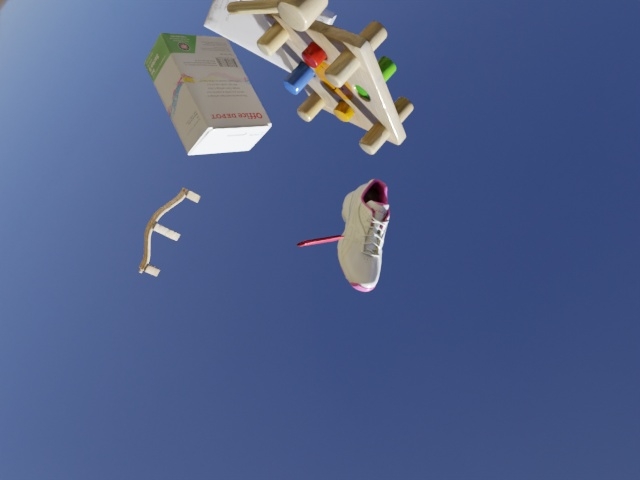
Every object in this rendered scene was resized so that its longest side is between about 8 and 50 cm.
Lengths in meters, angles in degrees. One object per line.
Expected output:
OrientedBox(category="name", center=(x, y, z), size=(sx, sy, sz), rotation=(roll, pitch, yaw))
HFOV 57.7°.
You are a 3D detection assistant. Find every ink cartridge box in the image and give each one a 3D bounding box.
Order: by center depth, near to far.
OrientedBox(category="ink cartridge box", center=(-0.211, -0.275, 1.097), size=(0.093, 0.154, 0.212), rotation=(-40, -106, 41))

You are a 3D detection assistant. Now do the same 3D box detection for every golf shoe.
OrientedBox(category="golf shoe", center=(0.117, -0.023, 1.485), size=(0.140, 0.115, 0.306), rotation=(133, -37, -53))

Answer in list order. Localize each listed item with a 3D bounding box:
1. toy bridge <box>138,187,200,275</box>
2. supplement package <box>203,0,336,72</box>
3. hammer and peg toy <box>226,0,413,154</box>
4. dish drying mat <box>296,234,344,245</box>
OrientedBox(category="toy bridge", center=(-0.308, -0.020, 1.139), size=(0.026, 0.063, 0.188), rotation=(26, -94, 47))
OrientedBox(category="supplement package", center=(-0.129, -0.595, 1.566), size=(0.177, 0.293, 0.175), rotation=(-61, -174, 24))
OrientedBox(category="hammer and peg toy", center=(0.007, -0.332, 1.028), size=(0.266, 0.361, 0.127), rotation=(34, -101, 37))
OrientedBox(category="dish drying mat", center=(0.000, 0.000, 1.045), size=(0.032, 0.083, 0.008), rotation=(-23, -101, 59))
